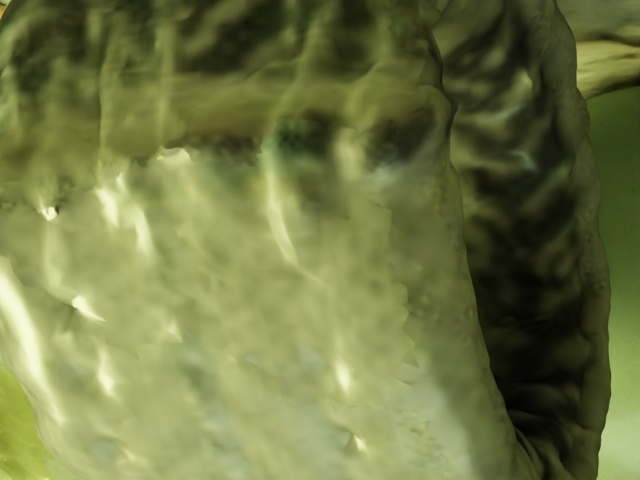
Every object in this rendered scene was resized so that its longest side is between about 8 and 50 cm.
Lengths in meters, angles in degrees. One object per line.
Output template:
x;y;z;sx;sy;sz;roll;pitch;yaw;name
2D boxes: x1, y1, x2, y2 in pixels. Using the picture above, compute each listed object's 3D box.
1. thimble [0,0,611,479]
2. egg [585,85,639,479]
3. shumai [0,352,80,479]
0.000;0.000;0.657;0.157;0.217;0.245;-5;153;18;thimble
0.170;0.021;0.836;0.264;0.182;0.183;-8;168;0;egg
-0.144;0.044;0.867;0.261;0.221;0.225;10;167;-23;shumai
